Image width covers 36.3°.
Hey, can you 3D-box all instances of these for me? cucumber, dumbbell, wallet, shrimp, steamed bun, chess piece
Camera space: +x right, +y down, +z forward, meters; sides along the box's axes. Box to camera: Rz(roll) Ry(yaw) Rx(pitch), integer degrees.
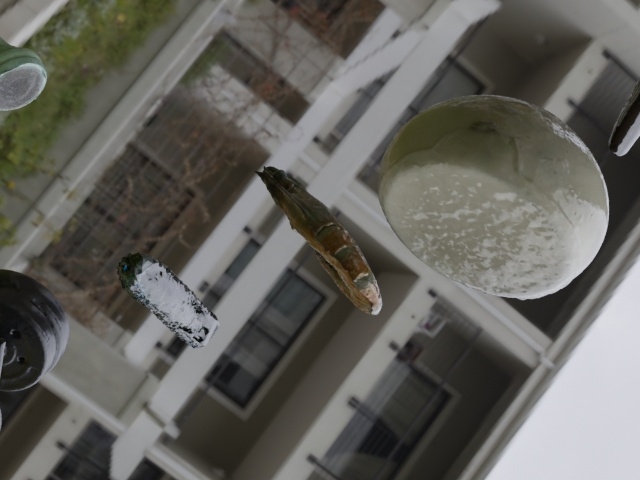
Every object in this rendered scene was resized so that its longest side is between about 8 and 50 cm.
[{"bbox_3d":[-0.142,0.055,0.907,0.043,0.044,0.257,-53,164,-10],"label":"cucumber"},{"bbox_3d":[-0.487,0.183,1.352,0.185,0.185,0.388,-45,-169,28],"label":"dumbbell"},{"bbox_3d":[0.382,-0.219,1.017,0.165,0.042,0.309,-58,168,-19],"label":"wallet"},{"bbox_3d":[0.000,0.000,1.558,0.062,0.317,0.164,-33,153,-15],"label":"shrimp"},{"bbox_3d":[0.218,-0.067,1.198,0.177,0.283,0.283,-56,-168,-29],"label":"steamed bun"},{"bbox_3d":[-0.293,-0.181,0.825,0.059,0.149,0.059,-35,164,-11],"label":"chess piece"}]

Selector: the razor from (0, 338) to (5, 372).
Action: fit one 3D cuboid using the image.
[{"bbox_3d":[-0.465,0.109,1.035,0.042,0.253,0.082,-80,-172,-65],"label":"razor"}]
